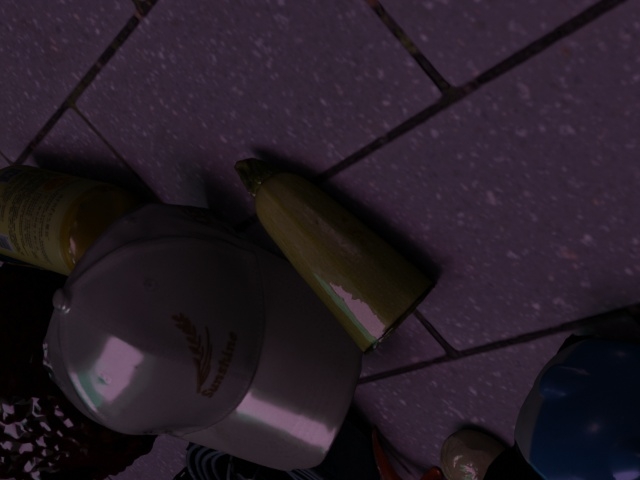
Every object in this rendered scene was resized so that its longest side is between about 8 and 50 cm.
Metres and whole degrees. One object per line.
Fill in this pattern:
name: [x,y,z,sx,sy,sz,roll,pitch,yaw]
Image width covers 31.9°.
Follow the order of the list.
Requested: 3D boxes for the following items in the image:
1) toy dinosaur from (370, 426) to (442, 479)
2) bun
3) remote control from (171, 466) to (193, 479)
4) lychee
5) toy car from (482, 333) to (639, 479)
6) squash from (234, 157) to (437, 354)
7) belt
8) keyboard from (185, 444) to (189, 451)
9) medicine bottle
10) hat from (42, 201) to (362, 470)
toy dinosaur: [0.134,0.332,1.261,0.280,0.101,0.055,52,173,27]
bun: [0.160,0.238,1.166,0.086,0.055,0.086,30,149,21]
remote control: [-0.078,0.502,1.773,0.398,0.062,0.144,40,151,3]
lychee: [-0.341,0.173,1.429,0.306,0.306,0.330,116,148,-59]
toy car: [0.258,0.197,0.873,0.190,0.188,0.255,-2,126,43]
squash: [0.000,0.000,1.038,0.224,0.094,0.094,44,151,11]
belt: [-0.052,0.264,1.325,0.206,0.116,0.267,-19,128,41]
keyboard: [-0.122,0.368,1.673,0.195,0.018,0.060,41,-177,2]
medicine bottle: [-0.299,-0.019,1.311,0.238,0.124,0.124,12,138,42]
hat: [-0.113,0.120,1.116,0.301,0.258,0.168,24,-172,18]
